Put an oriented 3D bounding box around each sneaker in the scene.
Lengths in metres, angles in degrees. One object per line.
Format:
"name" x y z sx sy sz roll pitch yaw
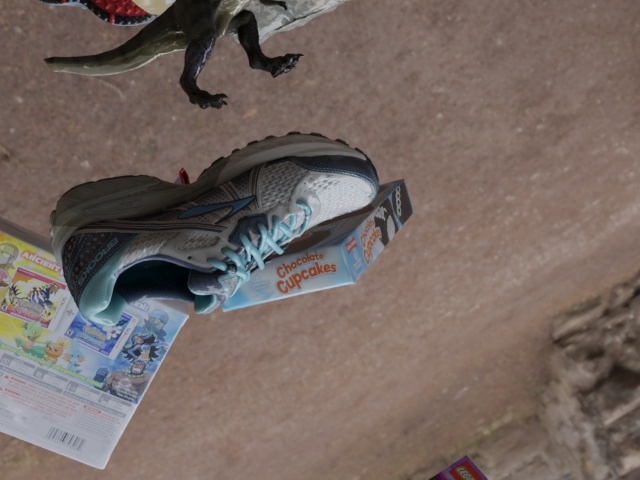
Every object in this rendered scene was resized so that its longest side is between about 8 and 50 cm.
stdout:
"sneaker" -0.377 -0.448 1.634 0.125 0.262 0.104 -24 132 -63
"sneaker" -0.078 0.002 0.778 0.283 0.122 0.110 -16 143 -7

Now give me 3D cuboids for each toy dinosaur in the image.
"toy dinosaur" -0.092 -0.179 0.793 0.268 0.118 0.064 -34 177 1

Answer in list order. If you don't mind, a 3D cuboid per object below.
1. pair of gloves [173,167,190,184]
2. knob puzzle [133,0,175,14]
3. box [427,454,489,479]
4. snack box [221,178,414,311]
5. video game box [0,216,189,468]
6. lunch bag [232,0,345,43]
"pair of gloves" -0.180 0.018 1.006 0.023 0.198 0.159 26 115 -33
"knob puzzle" -0.214 -0.415 1.383 0.213 0.030 0.213 -37 163 -13
"box" 0.237 0.489 1.385 0.201 0.293 0.057 -24 145 -29
"snack box" 0.000 0.000 1.271 0.187 0.060 0.322 -14 -168 23
"video game box" -0.260 0.101 0.885 0.205 0.048 0.187 27 103 -18
"lunch bag" -0.080 -0.502 1.590 0.235 0.287 0.169 -15 -174 30
